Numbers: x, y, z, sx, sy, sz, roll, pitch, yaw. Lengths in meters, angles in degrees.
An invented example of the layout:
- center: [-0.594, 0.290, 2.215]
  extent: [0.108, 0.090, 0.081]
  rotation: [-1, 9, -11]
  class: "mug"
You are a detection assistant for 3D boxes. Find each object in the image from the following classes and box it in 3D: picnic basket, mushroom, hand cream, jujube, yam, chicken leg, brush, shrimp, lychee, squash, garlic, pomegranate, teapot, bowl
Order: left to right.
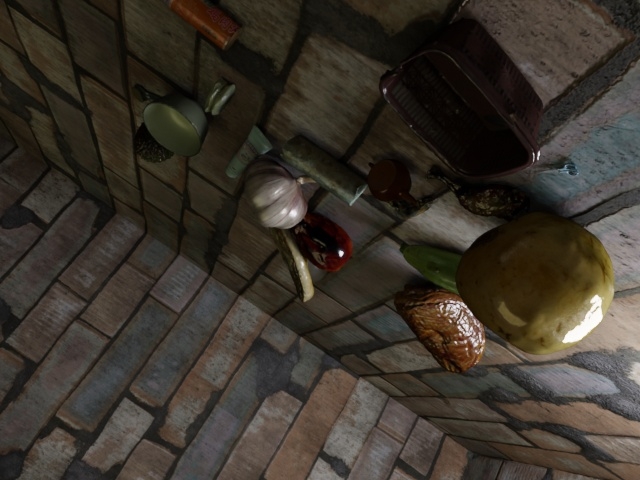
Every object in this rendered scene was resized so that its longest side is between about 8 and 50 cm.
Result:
- center: [-0.579, -0.352, 1.819]
  extent: [0.171, 0.171, 0.171]
  rotation: [27, 157, 13]
  class: "lychee"
- center: [-0.524, -0.459, 1.703]
  extent: [0.265, 0.027, 0.062]
  rotation: [24, 146, 20]
  class: "brush"
- center: [-0.441, -0.378, 1.622]
  extent: [0.211, 0.112, 0.212]
  rotation: [19, 143, 15]
  class: "bowl"
- center: [-0.238, -0.281, 1.667]
  extent: [0.085, 0.058, 0.331]
  rotation: [55, 149, -6]
  class: "hand cream"
- center: [-0.098, -0.160, 1.581]
  extent: [0.253, 0.245, 0.245]
  rotation: [-22, 132, 19]
  class: "garlic"
- center: [-0.023, 0.098, 2.072]
  extent: [0.117, 0.142, 0.188]
  rotation: [-1, 151, -5]
  class: "mushroom"
- center: [0.000, 0.000, 1.779]
  extent: [0.236, 0.168, 0.168]
  rotation: [41, 157, -9]
  class: "jujube"
- center: [0.011, -0.200, 1.445]
  extent: [0.259, 0.093, 0.093]
  rotation: [34, 158, -2]
  class: "yam"
- center: [0.183, -0.151, 1.317]
  extent: [0.173, 0.116, 0.116]
  rotation: [50, 172, 40]
  class: "teapot"
- center: [0.221, -0.116, 1.419]
  extent: [0.147, 0.035, 0.195]
  rotation: [39, 158, -9]
  class: "shrimp"
- center: [0.387, 0.091, 1.513]
  extent: [0.370, 0.118, 0.118]
  rotation: [24, 156, 28]
  class: "squash"
- center: [0.270, -0.256, 0.937]
  extent: [0.297, 0.129, 0.222]
  rotation: [42, 158, -18]
  class: "picnic basket"
- center: [0.367, -0.110, 1.212]
  extent: [0.253, 0.051, 0.106]
  rotation: [21, 149, 28]
  class: "chicken leg"
- center: [0.479, 0.101, 1.159]
  extent: [0.332, 0.333, 0.333]
  rotation: [27, 157, 13]
  class: "pomegranate"

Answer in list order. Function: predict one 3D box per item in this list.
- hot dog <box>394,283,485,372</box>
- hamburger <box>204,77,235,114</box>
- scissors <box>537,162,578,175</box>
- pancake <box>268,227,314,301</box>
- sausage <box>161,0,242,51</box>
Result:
- center: [0.420, 0.292, 1.816]
  extent: [0.388, 0.174, 0.266]
  rotation: [52, 150, -19]
  class: "hot dog"
- center: [-0.291, -0.396, 1.451]
  extent: [0.054, 0.084, 0.121]
  rotation: [35, 159, -10]
  class: "hamburger"
- center: [0.483, -0.142, 1.046]
  extent: [0.083, 0.006, 0.036]
  rotation: [3, 145, 51]
  class: "scissors"
- center: [-0.114, 0.047, 1.956]
  extent: [0.387, 0.082, 0.387]
  rotation: [156, 90, -80]
  class: "pancake"
- center: [-0.295, -0.539, 1.182]
  extent: [0.234, 0.071, 0.071]
  rotation: [36, 157, -10]
  class: "sausage"
